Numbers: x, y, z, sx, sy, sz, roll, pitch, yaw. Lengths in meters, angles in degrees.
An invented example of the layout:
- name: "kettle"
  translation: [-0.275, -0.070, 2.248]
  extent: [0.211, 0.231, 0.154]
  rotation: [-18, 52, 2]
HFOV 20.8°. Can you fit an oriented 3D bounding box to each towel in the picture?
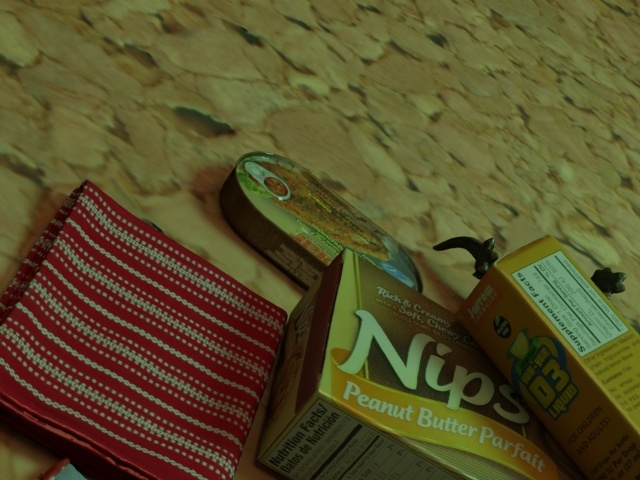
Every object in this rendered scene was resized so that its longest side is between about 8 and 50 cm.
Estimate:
- name: "towel"
  translation: [-0.127, 0.074, 1.222]
  extent: [0.199, 0.031, 0.275]
  rotation: [33, 30, -9]

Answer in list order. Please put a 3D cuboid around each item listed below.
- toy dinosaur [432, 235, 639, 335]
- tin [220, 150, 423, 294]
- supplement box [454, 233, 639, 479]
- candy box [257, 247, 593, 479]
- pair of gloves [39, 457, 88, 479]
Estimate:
- name: "toy dinosaur"
  translation: [0.200, 0.087, 1.461]
  extent: [0.313, 0.121, 0.160]
  rotation: [16, -31, 41]
- name: "tin"
  translation: [0.000, 0.000, 1.451]
  extent: [0.189, 0.040, 0.106]
  rotation: [39, 26, 2]
- name: "supplement box"
  translation: [0.205, 0.110, 1.287]
  extent: [0.080, 0.078, 0.233]
  rotation: [-21, 63, -37]
- name: "candy box"
  translation: [0.117, 0.158, 1.304]
  extent: [0.316, 0.087, 0.183]
  rotation: [31, 31, -12]
- name: "pair of gloves"
  translation: [-0.136, 0.213, 1.031]
  extent: [0.159, 0.023, 0.198]
  rotation: [38, 29, 5]
